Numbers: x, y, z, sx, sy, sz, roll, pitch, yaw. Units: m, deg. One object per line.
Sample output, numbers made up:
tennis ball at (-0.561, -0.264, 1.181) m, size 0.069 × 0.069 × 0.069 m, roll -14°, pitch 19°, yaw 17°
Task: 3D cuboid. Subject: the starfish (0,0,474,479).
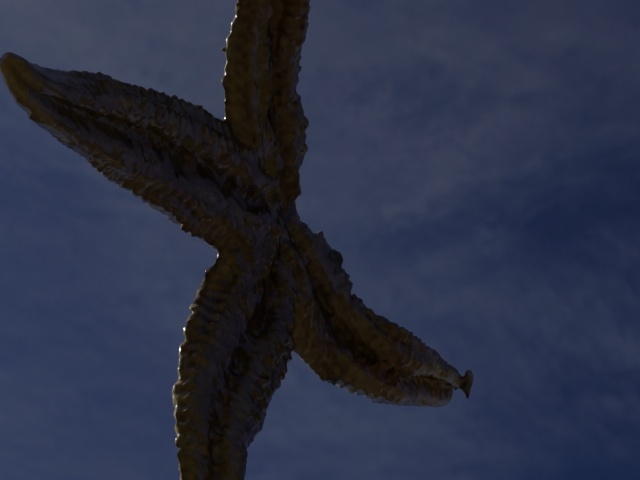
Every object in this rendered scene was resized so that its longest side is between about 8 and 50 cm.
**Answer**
starfish at (-0.011, -0.003, 0.762) m, size 0.132 × 0.384 × 0.398 m, roll 4°, pitch -68°, yaw 19°
